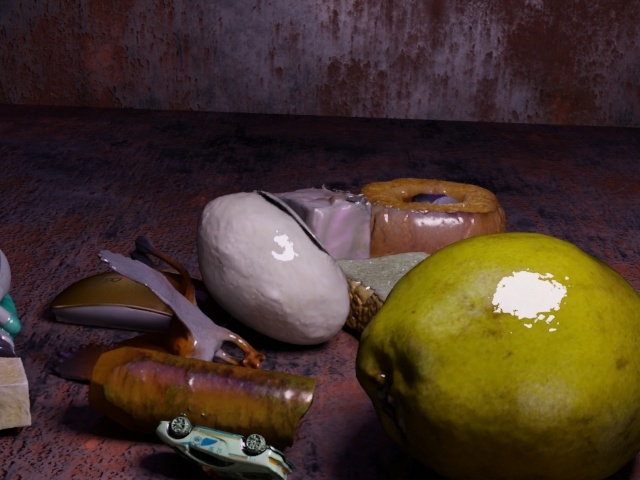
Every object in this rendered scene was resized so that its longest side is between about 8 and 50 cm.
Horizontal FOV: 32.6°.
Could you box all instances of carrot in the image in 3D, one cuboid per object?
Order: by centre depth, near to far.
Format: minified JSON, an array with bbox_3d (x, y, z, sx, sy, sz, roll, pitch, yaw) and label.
[{"bbox_3d":[-0.158,0.212,1.462,0.301,0.114,0.114,8,18,7],"label":"carrot"}]

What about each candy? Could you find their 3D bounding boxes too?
[{"bbox_3d":[-0.087,0.052,1.758,0.185,0.295,0.295,-41,33,-14],"label":"candy"},{"bbox_3d":[0.000,0.000,2.004,0.137,0.195,0.185,-8,16,-34],"label":"candy"}]

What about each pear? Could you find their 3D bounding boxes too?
[{"bbox_3d":[0.245,0.149,1.369,0.413,0.352,0.352,1,15,-37],"label":"pear"}]

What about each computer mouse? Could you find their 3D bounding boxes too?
[{"bbox_3d":[-0.300,0.102,1.850,0.310,0.072,0.158,6,20,9],"label":"computer mouse"}]

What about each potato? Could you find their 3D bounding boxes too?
[{"bbox_3d":[-0.427,0.209,1.480,0.061,0.086,0.122,-8,14,-21],"label":"potato"}]

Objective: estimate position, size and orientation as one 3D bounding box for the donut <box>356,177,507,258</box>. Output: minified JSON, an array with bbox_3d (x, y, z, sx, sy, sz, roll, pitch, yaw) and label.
[{"bbox_3d":[0.215,-0.024,2.171,0.317,0.150,0.299,-8,23,-28],"label":"donut"}]

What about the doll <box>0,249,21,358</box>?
[{"bbox_3d":[-0.521,0.105,1.663,0.258,0.153,0.195,3,50,46],"label":"doll"}]

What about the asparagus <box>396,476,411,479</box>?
[{"bbox_3d":[0.109,0.311,1.315,0.021,0.025,0.108,-10,19,-6],"label":"asparagus"}]

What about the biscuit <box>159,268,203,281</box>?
[{"bbox_3d":[-0.262,0.076,2.015,0.147,0.018,0.071,17,21,42],"label":"biscuit"}]

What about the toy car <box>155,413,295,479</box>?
[{"bbox_3d":[-0.123,0.268,1.360,0.186,0.058,0.093,9,-25,23],"label":"toy car"}]

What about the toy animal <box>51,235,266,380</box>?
[{"bbox_3d":[-0.220,0.127,1.691,0.302,0.225,0.284,28,23,6],"label":"toy animal"}]

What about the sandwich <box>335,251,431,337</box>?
[{"bbox_3d":[0.151,0.103,1.851,0.249,0.095,0.273,-5,19,-28],"label":"sandwich"}]
